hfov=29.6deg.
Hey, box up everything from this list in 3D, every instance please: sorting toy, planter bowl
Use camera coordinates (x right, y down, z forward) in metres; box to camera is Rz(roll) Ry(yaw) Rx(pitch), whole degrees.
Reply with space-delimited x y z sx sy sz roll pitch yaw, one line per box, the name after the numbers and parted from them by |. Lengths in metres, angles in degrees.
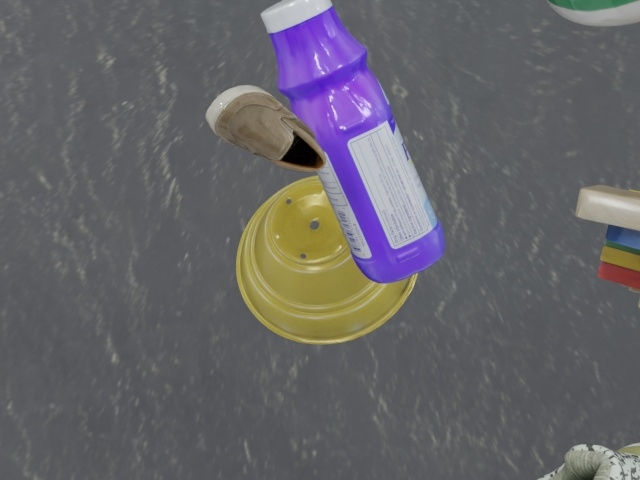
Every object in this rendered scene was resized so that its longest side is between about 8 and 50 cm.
0.181 0.011 0.537 0.132 0.274 0.046 13 97 15 | sorting toy
0.000 0.000 1.359 0.217 0.090 0.217 -5 64 10 | planter bowl

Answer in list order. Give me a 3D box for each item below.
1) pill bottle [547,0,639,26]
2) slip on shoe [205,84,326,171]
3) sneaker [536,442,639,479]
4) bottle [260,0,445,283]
0.107 -0.205 0.529 0.117 0.118 0.208 -36 124 7 | pill bottle
-0.041 -0.086 0.989 0.051 0.135 0.041 -48 60 8 | slip on shoe
0.102 0.275 0.863 0.410 0.158 0.182 -48 131 10 | sneaker
0.029 -0.101 1.165 0.092 0.118 0.283 -25 105 -2 | bottle
